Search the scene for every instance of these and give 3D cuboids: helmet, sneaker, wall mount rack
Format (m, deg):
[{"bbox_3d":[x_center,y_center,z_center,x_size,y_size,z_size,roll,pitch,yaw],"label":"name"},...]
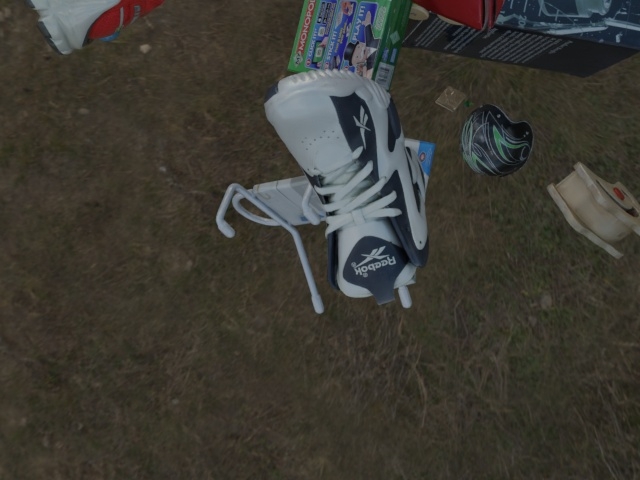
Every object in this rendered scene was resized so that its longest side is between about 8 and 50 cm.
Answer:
[{"bbox_3d":[0.418,-0.243,1.886,0.162,0.169,0.169,9,109,-30],"label":"helmet"},{"bbox_3d":[-0.157,-0.222,0.623,0.118,0.279,0.107,-18,122,3],"label":"sneaker"},{"bbox_3d":[0.000,0.000,1.325,0.350,0.130,0.304,-7,145,41],"label":"wall mount rack"},{"bbox_3d":[0.033,-0.029,0.640,0.094,0.235,0.153,-14,66,15],"label":"sneaker"}]

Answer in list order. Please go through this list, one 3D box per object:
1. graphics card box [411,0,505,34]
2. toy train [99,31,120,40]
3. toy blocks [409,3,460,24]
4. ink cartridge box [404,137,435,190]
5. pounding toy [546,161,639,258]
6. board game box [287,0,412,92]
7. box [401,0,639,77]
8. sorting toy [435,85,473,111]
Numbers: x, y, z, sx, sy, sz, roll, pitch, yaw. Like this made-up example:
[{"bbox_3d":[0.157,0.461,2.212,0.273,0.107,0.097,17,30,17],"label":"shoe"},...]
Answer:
[{"bbox_3d":[0.161,-0.368,0.556,0.094,0.233,0.370,26,90,14],"label":"graphics card box"},{"bbox_3d":[-0.395,-0.533,1.632,0.248,0.143,0.105,-35,64,-12],"label":"toy train"},{"bbox_3d":[0.194,-0.417,1.195,0.123,0.054,0.148,16,88,26],"label":"toy blocks"},{"bbox_3d":[0.135,-0.158,1.683,0.203,0.086,0.148,5,103,-30],"label":"ink cartridge box"},{"bbox_3d":[0.569,-0.074,1.449,0.270,0.154,0.155,28,125,-29],"label":"pounding toy"},{"bbox_3d":[0.062,-0.402,1.194,0.213,0.046,0.317,27,106,49],"label":"board game box"},{"bbox_3d":[0.456,-0.654,1.708,0.472,0.297,0.479,7,89,-8],"label":"box"},{"bbox_3d":[0.334,-0.343,1.907,0.083,0.012,0.062,35,75,27],"label":"sorting toy"}]
